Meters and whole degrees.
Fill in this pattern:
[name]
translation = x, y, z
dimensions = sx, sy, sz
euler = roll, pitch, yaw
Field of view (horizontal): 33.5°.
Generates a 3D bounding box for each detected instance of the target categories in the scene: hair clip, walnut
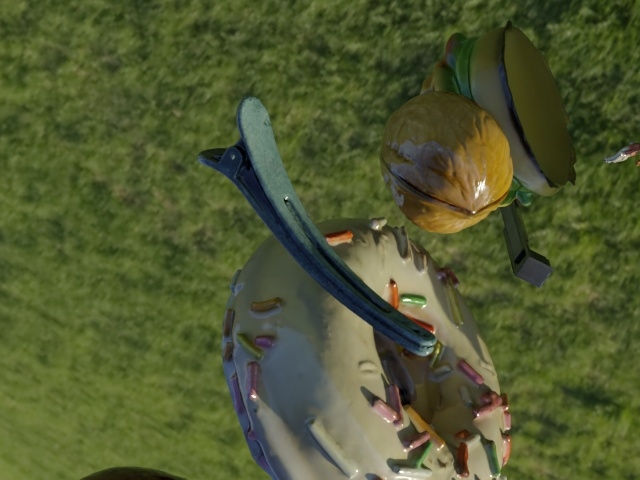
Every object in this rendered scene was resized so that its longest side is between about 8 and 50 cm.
[hair clip]
translation = 0.000, 0.000, 0.941
dimensions = 0.275, 0.048, 0.083
euler = 50, 120, 8
[walnut]
translation = 0.134, -0.085, 1.138
dimensions = 0.144, 0.180, 0.144
euler = -5, 126, -7

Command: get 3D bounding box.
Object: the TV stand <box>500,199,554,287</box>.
[TV stand]
translation = 0.322, -0.018, 1.697
dimensions = 0.049, 0.256, 0.040
euler = 26, 118, -13

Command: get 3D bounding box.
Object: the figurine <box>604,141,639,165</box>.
[figurine]
translation = 0.497, -0.136, 1.663
dimensions = 0.109, 0.064, 0.047
euler = -18, 83, 48

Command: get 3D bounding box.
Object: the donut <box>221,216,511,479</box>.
[donut]
translation = 0.063, 0.143, 1.109
dimensions = 0.142, 0.382, 0.382
euler = -29, 116, 32

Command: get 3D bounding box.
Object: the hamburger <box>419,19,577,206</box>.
[hamburger]
translation = 0.208, -0.147, 1.321
dimensions = 0.149, 0.237, 0.237
euler = -18, 126, 31

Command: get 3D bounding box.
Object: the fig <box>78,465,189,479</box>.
[fig]
translation = -0.118, 0.275, 0.802
dimensions = 0.207, 0.175, 0.175
euler = 34, 157, 38
